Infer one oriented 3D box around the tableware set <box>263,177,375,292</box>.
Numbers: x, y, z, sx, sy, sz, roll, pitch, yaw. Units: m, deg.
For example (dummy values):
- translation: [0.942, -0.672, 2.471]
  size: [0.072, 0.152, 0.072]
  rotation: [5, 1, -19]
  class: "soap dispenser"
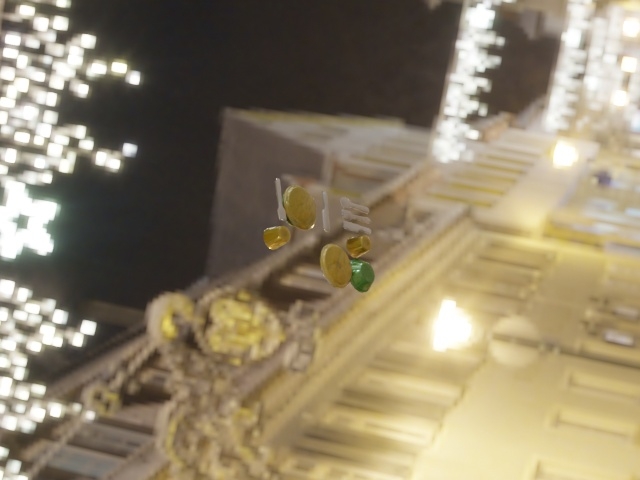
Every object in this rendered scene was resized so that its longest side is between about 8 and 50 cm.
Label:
- translation: [0.000, 0.000, 1.607]
  size: [0.154, 0.024, 0.104]
  rotation: [15, -118, -47]
  class: "tableware set"
